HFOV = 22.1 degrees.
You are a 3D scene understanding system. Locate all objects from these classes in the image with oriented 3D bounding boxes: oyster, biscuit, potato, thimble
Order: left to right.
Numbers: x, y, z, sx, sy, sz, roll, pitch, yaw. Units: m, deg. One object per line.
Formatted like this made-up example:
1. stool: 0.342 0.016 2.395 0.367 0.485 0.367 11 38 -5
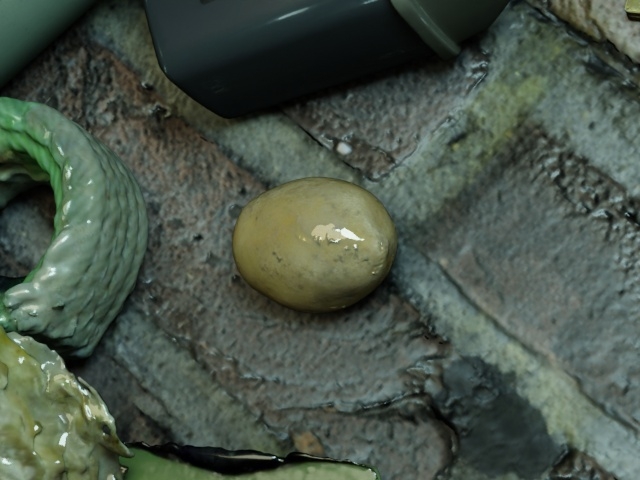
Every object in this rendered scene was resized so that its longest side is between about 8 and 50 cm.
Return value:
1. oyster: -0.268 0.198 1.302 0.238 0.115 0.351 -11 104 16
2. thimble: -0.255 -0.003 1.391 0.219 0.150 0.219 -6 72 18
3. biscuit: -0.099 0.216 1.335 0.323 0.038 0.099 0 78 19
4. potato: -0.003 0.000 1.334 0.147 0.112 0.112 0 74 26

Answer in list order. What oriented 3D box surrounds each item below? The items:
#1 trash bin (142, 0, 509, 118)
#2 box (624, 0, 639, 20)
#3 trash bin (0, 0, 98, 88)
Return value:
1. trash bin: 0.004 -0.233 1.362 0.290 0.182 0.209 -19 70 19
2. box: 0.322 -0.216 1.330 0.133 0.023 0.090 9 76 21
3. trash bin: -0.399 -0.203 1.436 0.432 0.280 0.280 -39 66 1
